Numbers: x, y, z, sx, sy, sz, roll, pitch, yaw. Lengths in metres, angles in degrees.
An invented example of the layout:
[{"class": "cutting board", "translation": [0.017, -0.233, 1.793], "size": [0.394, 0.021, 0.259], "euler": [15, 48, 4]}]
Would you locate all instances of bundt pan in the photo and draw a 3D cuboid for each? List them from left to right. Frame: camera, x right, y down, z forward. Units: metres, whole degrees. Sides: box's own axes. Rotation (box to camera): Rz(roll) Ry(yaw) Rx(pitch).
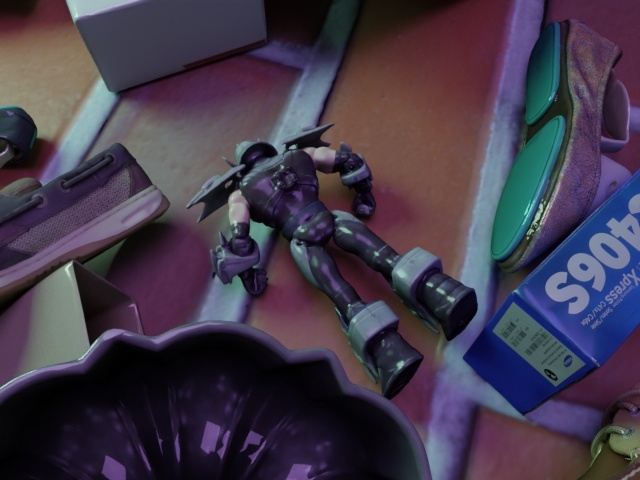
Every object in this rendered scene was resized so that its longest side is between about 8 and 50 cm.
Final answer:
[{"class": "bundt pan", "translation": [-0.084, 0.215, 0.374], "size": [0.330, 0.124, 0.331], "euler": [2, 82, -14]}]

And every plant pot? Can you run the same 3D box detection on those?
[{"class": "plant pot", "translation": [-0.208, 0.098, 0.488], "size": [0.096, 0.109, 0.109], "euler": [-23, 65, 1]}]

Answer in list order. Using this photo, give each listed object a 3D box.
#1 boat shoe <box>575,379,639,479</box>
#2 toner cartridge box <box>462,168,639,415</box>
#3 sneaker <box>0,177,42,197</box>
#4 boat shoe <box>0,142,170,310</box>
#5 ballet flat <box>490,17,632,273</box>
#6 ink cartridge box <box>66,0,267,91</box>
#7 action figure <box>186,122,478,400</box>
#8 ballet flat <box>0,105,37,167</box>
[{"class": "boat shoe", "translation": [0.265, 0.170, 0.448], "size": [0.324, 0.122, 0.120], "euler": [-10, 58, -14]}, {"class": "toner cartridge box", "translation": [0.279, -0.010, 0.504], "size": [0.348, 0.165, 0.075], "euler": [-39, 70, -17]}, {"class": "sneaker", "translation": [-0.308, 0.029, 0.551], "size": [0.071, 0.066, 0.188], "euler": [37, 71, -3]}, {"class": "boat shoe", "translation": [-0.262, 0.001, 0.492], "size": [0.285, 0.103, 0.092], "euler": [-34, 95, -36]}, {"class": "ballet flat", "translation": [0.252, -0.095, 0.585], "size": [0.106, 0.107, 0.316], "euler": [22, 65, -4]}, {"class": "ink cartridge box", "translation": [-0.204, -0.333, 0.694], "size": [0.197, 0.114, 0.273], "euler": [-21, 65, -10]}, {"class": "action figure", "translation": [0.000, 0.000, 0.541], "size": [0.185, 0.099, 0.285], "euler": [-38, 65, -10]}, {"class": "ballet flat", "translation": [-0.389, -0.081, 0.594], "size": [0.203, 0.074, 0.074], "euler": [-16, 64, -10]}]
